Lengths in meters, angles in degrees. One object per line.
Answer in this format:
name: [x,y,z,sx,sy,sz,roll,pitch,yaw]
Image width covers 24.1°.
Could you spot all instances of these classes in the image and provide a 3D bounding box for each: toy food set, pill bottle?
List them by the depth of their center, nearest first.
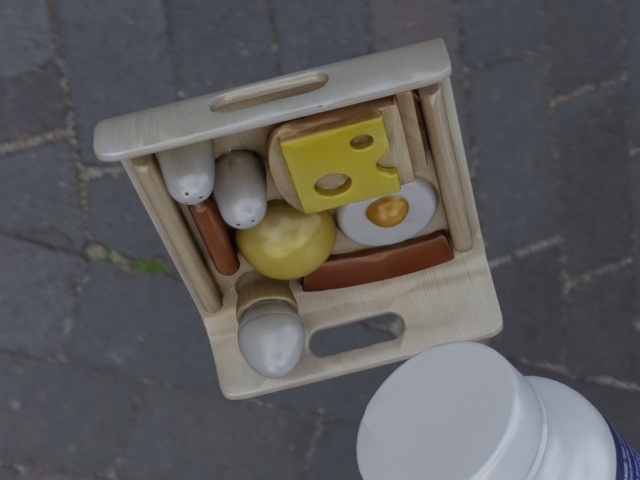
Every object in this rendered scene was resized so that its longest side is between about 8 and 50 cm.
pill bottle: [0.103,0.130,0.713,0.112,0.112,0.187,-52,128,-9]
toy food set: [0.000,0.000,1.004,0.220,0.092,0.306,-14,145,4]
